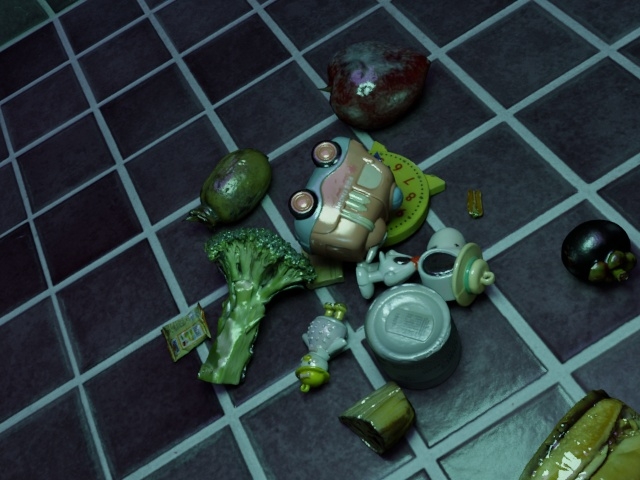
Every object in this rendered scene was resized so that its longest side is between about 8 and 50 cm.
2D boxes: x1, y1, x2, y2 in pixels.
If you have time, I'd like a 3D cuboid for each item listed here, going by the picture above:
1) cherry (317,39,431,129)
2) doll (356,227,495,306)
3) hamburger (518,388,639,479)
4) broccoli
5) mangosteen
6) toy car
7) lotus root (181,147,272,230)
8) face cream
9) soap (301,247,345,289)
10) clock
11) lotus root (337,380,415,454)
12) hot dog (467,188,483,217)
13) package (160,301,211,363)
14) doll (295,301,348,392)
[{"bbox_3d":[0.140,-0.403,1.861,0.300,0.203,0.230,-14,50,10],"label":"cherry"},{"bbox_3d":[0.219,0.078,1.560,0.271,0.144,0.208,-22,34,3],"label":"doll"},{"bbox_3d":[0.424,0.398,1.142,0.174,0.304,0.284,30,71,32],"label":"hamburger"},{"bbox_3d":[-0.193,0.140,1.644,0.252,0.221,0.361,35,81,16],"label":"broccoli"},{"bbox_3d":[0.562,0.030,1.453,0.137,0.137,0.151,-31,45,-2],"label":"mangosteen"},{"bbox_3d":[0.065,-0.081,1.592,0.212,0.180,0.270,20,73,14],"label":"toy car"},{"bbox_3d":[-0.232,-0.119,1.849,0.154,0.154,0.278,28,69,33],"label":"lotus root"},{"bbox_3d":[0.188,0.194,1.467,0.177,0.153,0.177,-9,56,14],"label":"face cream"},{"bbox_3d":[0.000,-0.001,1.744,0.092,0.037,0.252,-14,54,9],"label":"soap"},{"bbox_3d":[0.122,-0.111,1.724,0.277,0.071,0.293,29,65,28],"label":"clock"},{"bbox_3d":[0.125,0.353,1.430,0.135,0.095,0.159,-35,12,-11],"label":"lotus root"},{"bbox_3d":[0.356,-0.084,1.677,0.037,0.021,0.083,8,55,1],"label":"hot dog"},{"bbox_3d":[-0.318,0.219,1.719,0.120,0.031,0.108,-34,51,3],"label":"package"},{"bbox_3d":[0.002,0.231,1.559,0.129,0.081,0.207,-1,57,43],"label":"doll"}]
